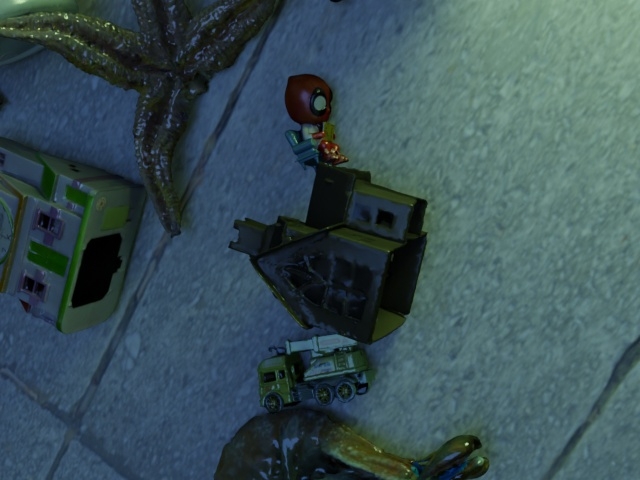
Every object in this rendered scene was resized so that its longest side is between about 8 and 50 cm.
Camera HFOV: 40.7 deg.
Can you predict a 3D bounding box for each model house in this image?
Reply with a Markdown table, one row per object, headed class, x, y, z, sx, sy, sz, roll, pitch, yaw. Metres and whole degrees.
| class | x | y | z | sx | sy | sz | roll | pitch | yaw |
| --- | --- | --- | --- | --- | --- | --- | --- | --- | --- |
| model house | 0.000 | 0.000 | 1.140 | 0.244 | 0.211 | 0.204 | 17 | 102 | 19 |

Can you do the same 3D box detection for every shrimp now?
| class | x | y | z | sx | sy | sz | roll | pitch | yaw |
| --- | --- | --- | --- | --- | --- | --- | --- | --- | --- |
| shrimp | 0.029 | 0.340 | 1.244 | 0.446 | 0.110 | 0.221 | -17 | 83 | 27 |

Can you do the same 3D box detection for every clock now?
| class | x | y | z | sx | sy | sz | roll | pitch | yaw |
| --- | --- | --- | --- | --- | --- | --- | --- | --- | --- |
| clock | -0.461 | -0.024 | 1.342 | 0.310 | 0.166 | 0.235 | 23 | 105 | 19 |

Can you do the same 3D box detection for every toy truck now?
| class | x | y | z | sx | sy | sz | roll | pitch | yaw |
| --- | --- | --- | --- | --- | --- | --- | --- | --- | --- |
| toy truck | -0.010 | 0.187 | 1.243 | 0.169 | 0.077 | 0.100 | -13 | 84 | 23 |

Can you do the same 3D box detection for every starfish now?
| class | x | y | z | sx | sy | sz | roll | pitch | yaw |
| --- | --- | --- | --- | --- | --- | --- | --- | --- | --- |
| starfish | -0.229 | -0.260 | 1.201 | 0.384 | 0.132 | 0.398 | 38 | 110 | -26 |

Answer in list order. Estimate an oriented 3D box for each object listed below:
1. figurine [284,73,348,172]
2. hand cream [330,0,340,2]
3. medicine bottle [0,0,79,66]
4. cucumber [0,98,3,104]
| class | x | y | z | sx | sy | sz | roll | pitch | yaw |
| --- | --- | --- | --- | --- | --- | --- | --- | --- | --- |
| figurine | -0.013 | -0.168 | 1.201 | 0.075 | 0.068 | 0.140 | -16 | 85 | 26 |
| hand cream | 0.013 | -0.415 | 1.164 | 0.087 | 0.054 | 0.186 | -4 | 88 | 14 |
| medicine bottle | -0.512 | -0.392 | 1.255 | 0.253 | 0.252 | 0.240 | -21 | 94 | 23 |
| cucumber | -0.640 | -0.226 | 1.438 | 0.245 | 0.067 | 0.067 | -1 | 97 | 23 |
